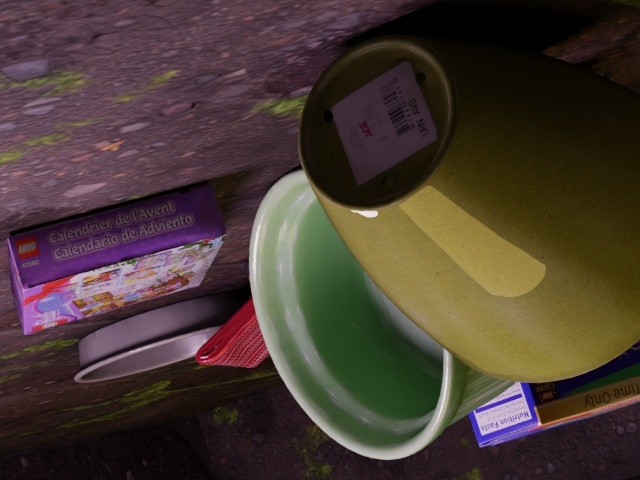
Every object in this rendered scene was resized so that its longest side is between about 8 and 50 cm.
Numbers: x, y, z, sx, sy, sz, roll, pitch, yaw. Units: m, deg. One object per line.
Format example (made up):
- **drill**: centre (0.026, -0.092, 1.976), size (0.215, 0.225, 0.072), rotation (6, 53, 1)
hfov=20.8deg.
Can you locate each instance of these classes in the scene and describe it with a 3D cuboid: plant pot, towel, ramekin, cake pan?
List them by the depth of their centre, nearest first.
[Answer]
- **plant pot**: centre (0.116, -0.051, 1.379), size (0.275, 0.275, 0.293), rotation (-21, 154, 26)
- **ramekin**: centre (0.077, 0.054, 1.756), size (0.148, 0.303, 0.303), rotation (-20, 175, -36)
- **towel**: centre (-0.064, 0.108, 2.425), size (0.199, 0.031, 0.275), rotation (-44, 167, 6)
- **cake pan**: centre (-0.219, 0.137, 2.509), size (0.293, 0.054, 0.293), rotation (-17, 171, -3)

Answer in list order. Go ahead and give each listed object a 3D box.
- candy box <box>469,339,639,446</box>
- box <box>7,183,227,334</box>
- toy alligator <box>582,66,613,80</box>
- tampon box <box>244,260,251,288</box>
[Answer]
- **candy box**: centre (0.257, 0.036, 1.887), size (0.268, 0.317, 0.122), rotation (-12, 170, -32)
- **box**: centre (-0.211, 0.023, 1.759), size (0.201, 0.057, 0.293), rotation (-16, 172, -12)
- **toy alligator**: centre (0.239, -0.139, 1.640), size (0.051, 0.056, 0.190), rotation (23, 174, 5)
- **tampon box**: centre (0.004, 0.046, 2.190), size (0.161, 0.101, 0.120), rotation (-13, 170, -22)
